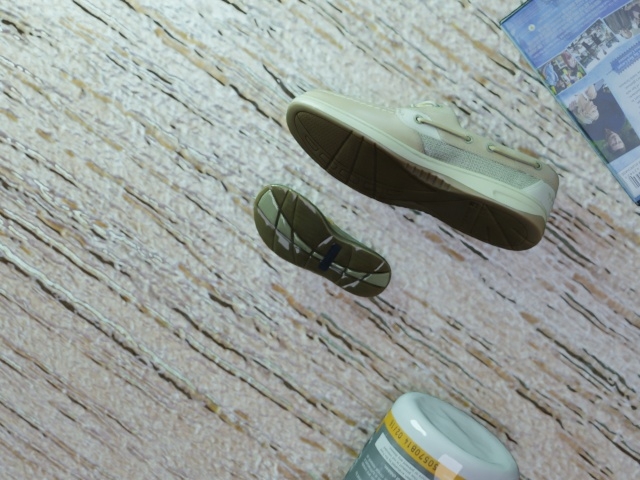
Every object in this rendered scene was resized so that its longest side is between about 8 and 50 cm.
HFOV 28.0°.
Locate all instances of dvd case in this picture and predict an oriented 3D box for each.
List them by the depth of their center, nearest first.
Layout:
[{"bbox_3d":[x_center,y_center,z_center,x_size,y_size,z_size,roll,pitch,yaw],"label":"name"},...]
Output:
[{"bbox_3d":[0.337,-0.188,1.367,0.180,0.022,0.253,-37,94,10],"label":"dvd case"}]

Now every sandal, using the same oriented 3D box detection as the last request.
[{"bbox_3d":[0.000,0.000,1.427,0.180,0.049,0.072,33,108,-15],"label":"sandal"}]

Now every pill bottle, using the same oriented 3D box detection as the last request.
[{"bbox_3d":[0.082,0.319,1.412,0.162,0.162,0.278,33,101,0],"label":"pill bottle"}]

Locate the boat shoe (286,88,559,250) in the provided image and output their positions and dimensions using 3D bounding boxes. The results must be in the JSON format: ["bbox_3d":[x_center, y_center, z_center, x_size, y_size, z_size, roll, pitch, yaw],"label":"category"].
[{"bbox_3d":[0.110,-0.094,1.377,0.302,0.109,0.098,24,62,2],"label":"boat shoe"}]
